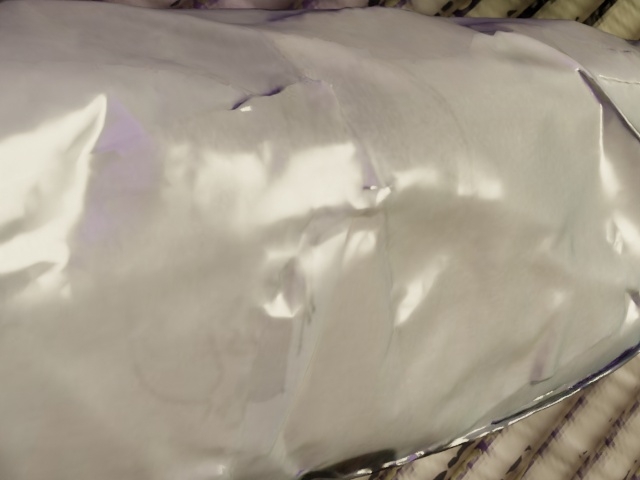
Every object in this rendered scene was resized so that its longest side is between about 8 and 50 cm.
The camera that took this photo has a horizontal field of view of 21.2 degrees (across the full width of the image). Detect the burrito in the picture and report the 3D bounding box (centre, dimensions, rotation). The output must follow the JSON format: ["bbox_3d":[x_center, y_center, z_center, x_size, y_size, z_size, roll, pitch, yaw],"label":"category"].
[{"bbox_3d":[0.000,0.000,0.492,0.445,0.101,0.139,-7,104,-40],"label":"burrito"}]
